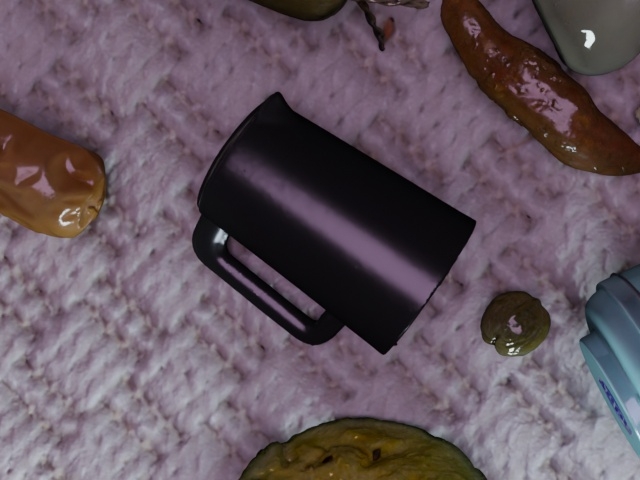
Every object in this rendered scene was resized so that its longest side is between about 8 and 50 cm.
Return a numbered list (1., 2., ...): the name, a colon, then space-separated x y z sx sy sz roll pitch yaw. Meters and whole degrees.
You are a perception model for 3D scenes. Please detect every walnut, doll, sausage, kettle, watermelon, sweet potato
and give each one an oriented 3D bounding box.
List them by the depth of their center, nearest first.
1. doll: 0.395 -0.344 0.999 0.371 0.226 0.214 -20 68 -1
2. watermelon: 0.047 0.382 1.074 0.331 0.330 0.189 8 111 5
3. sweet potato: 0.281 -0.180 1.078 0.355 0.095 0.106 39 57 -3
4. kettle: 0.008 -0.011 1.102 0.308 0.262 0.203 34 63 4
5. walnut: 0.256 0.110 1.122 0.092 0.092 0.092 1 96 6
6. sausage: -0.406 -0.099 1.143 0.241 0.120 0.136 30 87 3

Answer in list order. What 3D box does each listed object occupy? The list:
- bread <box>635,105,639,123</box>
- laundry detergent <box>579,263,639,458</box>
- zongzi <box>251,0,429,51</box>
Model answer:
1. bread: 0.474 -0.172 1.097 0.109 0.080 0.084 -30 87 -34
2. laundry detergent: 0.486 0.129 0.996 0.305 0.287 0.287 -27 93 8
3. zongzi: -0.046 -0.522 1.013 0.500 0.218 0.466 22 98 3
